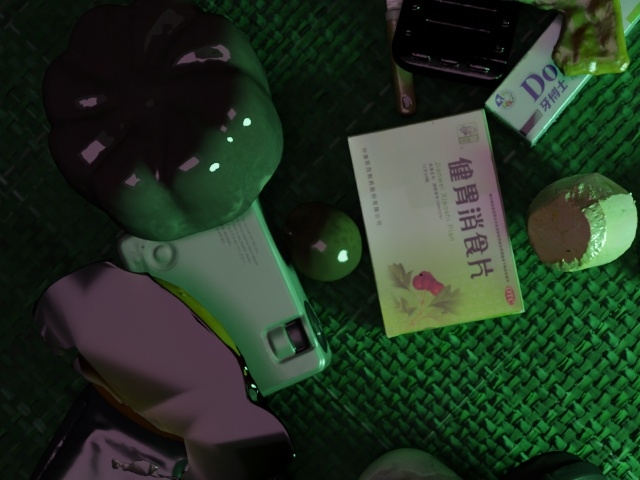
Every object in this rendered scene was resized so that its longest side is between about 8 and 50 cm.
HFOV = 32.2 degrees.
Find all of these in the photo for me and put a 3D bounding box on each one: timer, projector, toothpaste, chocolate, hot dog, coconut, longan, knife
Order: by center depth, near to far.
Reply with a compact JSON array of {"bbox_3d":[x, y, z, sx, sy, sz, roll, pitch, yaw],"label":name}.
[{"bbox_3d":[-0.181,0.163,1.310,0.194,0.107,0.326,-33,89,4],"label":"hot dog"},{"bbox_3d":[0.322,-0.023,1.345,0.116,0.122,0.116,13,109,40],"label":"coconut"},{"bbox_3d":[0.339,-0.268,1.362,0.081,0.067,0.336,40,95,7],"label":"toothpaste"},{"bbox_3d":[0.109,0.338,1.363,0.147,0.221,0.221,39,96,31],"label":"chocolate"},{"bbox_3d":[0.174,-0.285,1.372,0.144,0.055,0.187,13,76,9],"label":"timer"},{"bbox_3d":[0.000,0.000,1.385,0.113,0.113,0.092,45,120,4],"label":"longan"},{"bbox_3d":[-0.117,0.077,1.405,0.192,0.099,0.257,-25,87,8],"label":"projector"},{"bbox_3d":[0.102,-0.305,1.413,0.047,0.017,0.298,-8,86,5],"label":"knife"}]

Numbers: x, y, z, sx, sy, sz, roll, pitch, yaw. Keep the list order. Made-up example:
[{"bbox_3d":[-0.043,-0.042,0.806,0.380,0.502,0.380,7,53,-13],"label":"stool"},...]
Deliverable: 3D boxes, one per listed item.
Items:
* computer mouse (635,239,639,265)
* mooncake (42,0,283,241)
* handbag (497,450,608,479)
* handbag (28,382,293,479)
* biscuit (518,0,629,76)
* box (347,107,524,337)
[{"bbox_3d":[0.451,-0.012,1.356,0.099,0.057,0.172,23,92,13],"label":"computer mouse"},{"bbox_3d":[-0.194,-0.156,1.337,0.306,0.154,0.306,-5,68,12],"label":"mooncake"},{"bbox_3d":[0.220,0.379,1.304,0.308,0.254,0.093,-52,52,6],"label":"handbag"},{"bbox_3d":[-0.214,0.352,1.383,0.301,0.178,0.275,29,79,4],"label":"handbag"},{"bbox_3d":[0.275,-0.277,1.312,0.174,0.039,0.183,-10,86,1],"label":"biscuit"},{"bbox_3d":[0.144,-0.021,1.390,0.175,0.062,0.261,-11,89,7],"label":"box"}]
